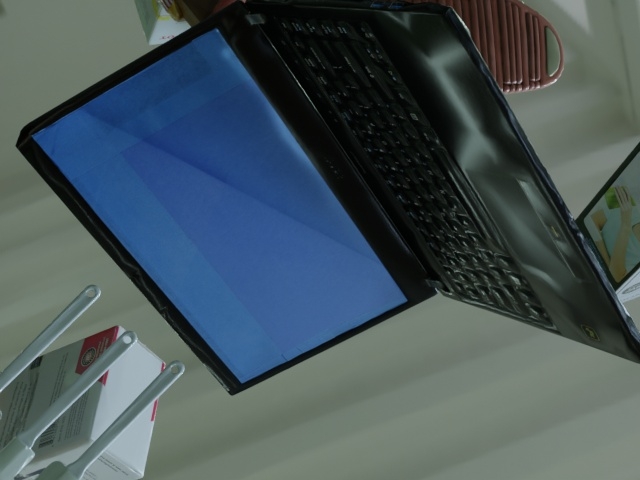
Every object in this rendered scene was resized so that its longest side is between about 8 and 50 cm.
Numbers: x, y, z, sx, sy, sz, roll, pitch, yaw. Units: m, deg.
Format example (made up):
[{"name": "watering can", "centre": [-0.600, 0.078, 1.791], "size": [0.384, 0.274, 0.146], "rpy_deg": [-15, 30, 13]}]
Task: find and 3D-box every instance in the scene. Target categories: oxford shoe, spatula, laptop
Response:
[{"name": "oxford shoe", "centre": [0.101, -0.237, 1.502], "size": [0.397, 0.140, 0.146], "rpy_deg": [5, 167, -16]}, {"name": "spatula", "centre": [-0.271, 0.168, 1.249], "size": [0.242, 0.168, 0.019], "rpy_deg": [-47, 178, -16]}, {"name": "laptop", "centre": [0.000, 0.000, 0.658], "size": [0.136, 0.234, 0.264], "rpy_deg": [-47, -147, -17]}]

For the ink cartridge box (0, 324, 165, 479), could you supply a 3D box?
[{"name": "ink cartridge box", "centre": [-0.324, 0.230, 1.528], "size": [0.237, 0.100, 0.172], "rpy_deg": [-22, -139, 28]}]

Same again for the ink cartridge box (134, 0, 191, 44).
[{"name": "ink cartridge box", "centre": [-0.145, -0.330, 1.445], "size": [0.128, 0.127, 0.176], "rpy_deg": [-11, 165, -23]}]

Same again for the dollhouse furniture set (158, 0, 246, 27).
[{"name": "dollhouse furniture set", "centre": [-0.064, -0.327, 1.298], "size": [0.152, 0.201, 0.374], "rpy_deg": [-43, 172, 35]}]

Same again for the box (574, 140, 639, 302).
[{"name": "box", "centre": [0.353, -0.045, 1.134], "size": [0.169, 0.290, 0.087], "rpy_deg": [-19, -109, -17]}]
